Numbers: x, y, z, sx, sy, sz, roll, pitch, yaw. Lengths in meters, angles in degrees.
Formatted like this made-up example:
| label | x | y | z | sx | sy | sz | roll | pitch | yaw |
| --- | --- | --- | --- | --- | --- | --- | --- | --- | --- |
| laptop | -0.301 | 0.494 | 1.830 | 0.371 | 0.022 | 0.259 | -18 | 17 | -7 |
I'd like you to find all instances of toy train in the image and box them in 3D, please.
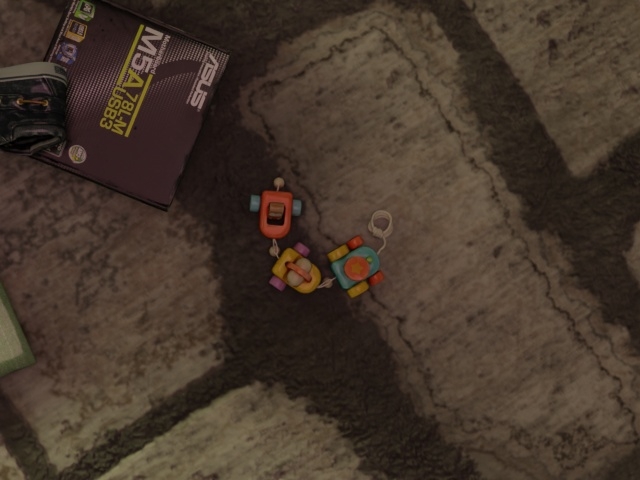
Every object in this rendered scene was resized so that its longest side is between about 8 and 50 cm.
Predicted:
| label | x | y | z | sx | sy | sz | roll | pitch | yaw |
| --- | --- | --- | --- | --- | --- | --- | --- | --- | --- |
| toy train | 0.000 | 0.000 | 1.392 | 0.166 | 0.046 | 0.125 | 9 | 87 | -8 |

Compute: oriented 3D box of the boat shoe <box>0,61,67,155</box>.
| label | x | y | z | sx | sy | sz | roll | pitch | yaw |
| --- | --- | --- | --- | --- | --- | --- | --- | --- | --- |
| boat shoe | -0.349 | -0.128 | 1.302 | 0.183 | 0.065 | 0.083 | -9 | 73 | 13 |

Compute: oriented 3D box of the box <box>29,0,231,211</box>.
| label | x | y | z | sx | sy | sz | roll | pitch | yaw |
| --- | --- | --- | --- | --- | --- | --- | --- | --- | --- |
| box | -0.215 | -0.151 | 1.363 | 0.184 | 0.045 | 0.191 | 23 | 86 | -4 |

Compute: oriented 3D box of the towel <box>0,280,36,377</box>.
| label | x | y | z | sx | sy | sz | roll | pitch | yaw |
| --- | --- | --- | --- | --- | --- | --- | --- | --- | --- |
| towel | -0.498 | 0.080 | 1.318 | 0.324 | 0.038 | 0.248 | -23 | 93 | -11 |
